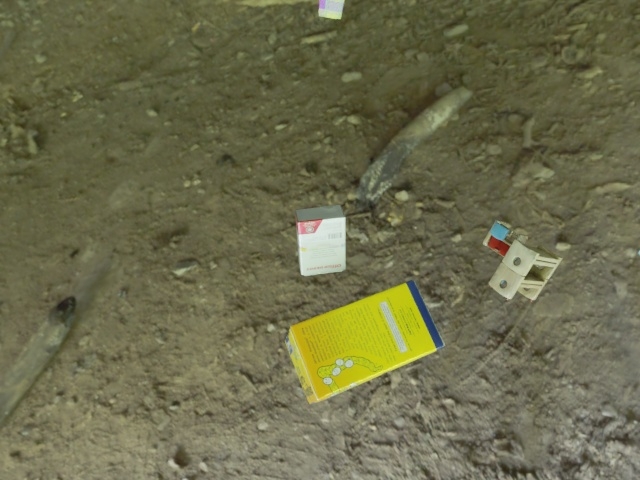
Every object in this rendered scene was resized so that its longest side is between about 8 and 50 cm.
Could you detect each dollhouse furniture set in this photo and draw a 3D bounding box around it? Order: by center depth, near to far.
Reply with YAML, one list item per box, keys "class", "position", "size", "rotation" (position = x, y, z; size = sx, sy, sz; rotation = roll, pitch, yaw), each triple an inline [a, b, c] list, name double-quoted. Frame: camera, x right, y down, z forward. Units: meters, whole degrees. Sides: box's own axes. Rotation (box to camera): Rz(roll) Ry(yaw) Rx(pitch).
- class: "dollhouse furniture set"
  position: [0.452, 0.044, 1.291]
  size: [0.184, 0.129, 0.129]
  rotation: [43, 115, 43]

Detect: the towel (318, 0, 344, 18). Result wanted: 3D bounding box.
- class: "towel"
  position: [0.027, -0.570, 1.259]
  size: [0.060, 0.083, 0.009]
  rotation: [9, 52, -1]

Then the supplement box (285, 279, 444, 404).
- class: "supplement box"
  position: [0.107, 0.273, 1.407]
  size: [0.356, 0.194, 0.195]
  rotation: [-19, 73, -13]

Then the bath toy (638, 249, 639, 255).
- class: "bath toy"
  position: [0.934, 0.091, 1.224]
  size: [0.348, 0.151, 0.129]
  rotation: [45, 107, 37]

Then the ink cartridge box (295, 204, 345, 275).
- class: "ink cartridge box"
  position: [0.000, 0.000, 1.444]
  size: [0.127, 0.175, 0.072]
  rotation: [-7, 34, -8]
